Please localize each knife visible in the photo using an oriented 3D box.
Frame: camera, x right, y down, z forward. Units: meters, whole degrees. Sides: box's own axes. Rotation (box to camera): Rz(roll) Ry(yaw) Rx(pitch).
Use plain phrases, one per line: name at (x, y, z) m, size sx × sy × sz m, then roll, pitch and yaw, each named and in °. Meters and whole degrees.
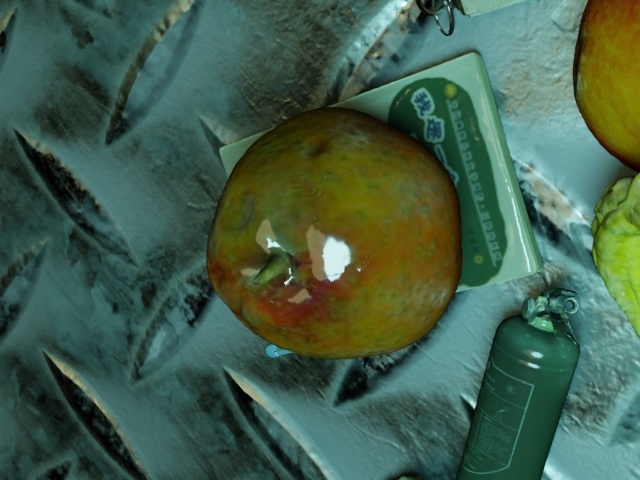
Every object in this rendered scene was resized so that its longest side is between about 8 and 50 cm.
knife at (-0.035, 0.141, 1.168) m, size 0.096 × 0.010 × 0.027 m, roll -16°, pitch 92°, yaw 31°

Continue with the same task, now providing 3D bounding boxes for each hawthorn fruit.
hawthorn fruit at (0.000, 0.000, 0.907) m, size 0.276 × 0.298 × 0.277 m, roll 7°, pitch 105°, yaw 27°

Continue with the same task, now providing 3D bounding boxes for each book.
book at (0.058, -0.043, 1.060) m, size 0.370 × 0.043 × 0.261 m, roll -17°, pitch 92°, yaw 31°

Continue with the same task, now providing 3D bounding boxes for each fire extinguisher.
fire extinguisher at (0.226, 0.185, 0.979) m, size 0.095 × 0.114 × 0.311 m, roll 11°, pitch 106°, yaw 0°

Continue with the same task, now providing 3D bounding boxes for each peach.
peach at (0.340, -0.175, 0.787) m, size 0.243 × 0.199 × 0.244 m, roll 16°, pitch 114°, yaw 41°

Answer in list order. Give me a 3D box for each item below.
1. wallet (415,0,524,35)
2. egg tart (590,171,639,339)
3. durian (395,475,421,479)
wallet at (0.209, -0.401, 0.884) m, size 0.274 × 0.068 × 0.336 m, roll -7°, pitch 96°, yaw 32°
egg tart at (0.391, 0.060, 0.780) m, size 0.132 × 0.345 × 0.345 m, roll -37°, pitch 81°, yaw -3°
durian at (0.091, 0.387, 1.063) m, size 0.305 × 0.185 × 0.196 m, roll 129°, pitch 149°, yaw -62°
